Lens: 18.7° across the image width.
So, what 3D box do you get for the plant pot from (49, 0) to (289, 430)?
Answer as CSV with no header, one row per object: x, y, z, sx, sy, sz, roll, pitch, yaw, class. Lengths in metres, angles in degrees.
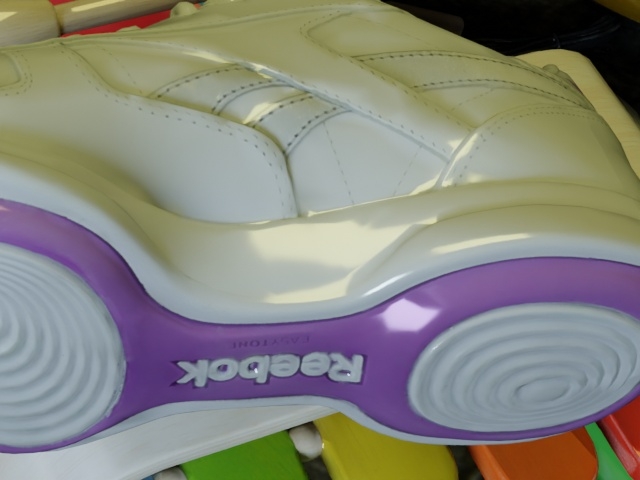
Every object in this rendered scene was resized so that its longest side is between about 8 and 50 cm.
-0.128,0.058,0.837,0.275,0.243,0.275,5,50,-6,plant pot

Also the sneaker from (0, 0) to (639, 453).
-0.044,-0.015,0.589,0.305,0.114,0.152,6,44,-16,sneaker

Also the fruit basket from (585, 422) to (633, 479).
0.315,0.149,0.733,0.392,0.283,0.392,-5,27,3,fruit basket

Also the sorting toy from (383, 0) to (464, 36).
0.048,-0.133,1.271,0.083,0.012,0.062,14,46,9,sorting toy

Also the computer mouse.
0.161,-0.078,1.187,0.106,0.042,0.193,-7,41,-11,computer mouse

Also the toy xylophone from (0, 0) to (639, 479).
0.000,0.000,0.695,0.323,0.081,0.236,-9,54,-17,toy xylophone

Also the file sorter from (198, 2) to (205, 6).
-0.054,-0.139,1.205,0.118,0.104,0.170,-14,43,-18,file sorter

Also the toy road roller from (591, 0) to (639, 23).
0.158,-0.240,1.163,0.329,0.202,0.240,17,21,-12,toy road roller
